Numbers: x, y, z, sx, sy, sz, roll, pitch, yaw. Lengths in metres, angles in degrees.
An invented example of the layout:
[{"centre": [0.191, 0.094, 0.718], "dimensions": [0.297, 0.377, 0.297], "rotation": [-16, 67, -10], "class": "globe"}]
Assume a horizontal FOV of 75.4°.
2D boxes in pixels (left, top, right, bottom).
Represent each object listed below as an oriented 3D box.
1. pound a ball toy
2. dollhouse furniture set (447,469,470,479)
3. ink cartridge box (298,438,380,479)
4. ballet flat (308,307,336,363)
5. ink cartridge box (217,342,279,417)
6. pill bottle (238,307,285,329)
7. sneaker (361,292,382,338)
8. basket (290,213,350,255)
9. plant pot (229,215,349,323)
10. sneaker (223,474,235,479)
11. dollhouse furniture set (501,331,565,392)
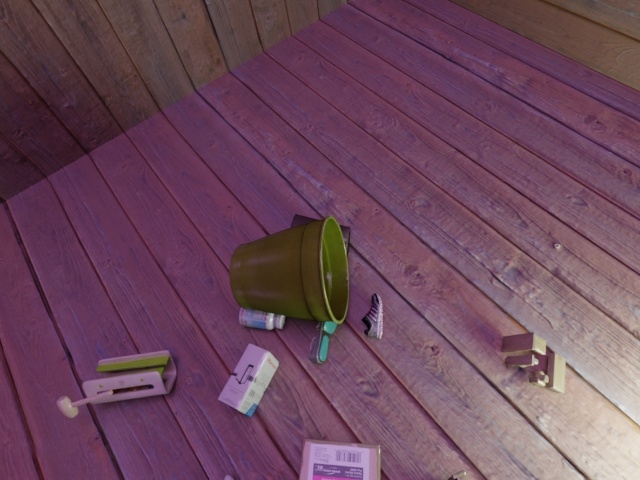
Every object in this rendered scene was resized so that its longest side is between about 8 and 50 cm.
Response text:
[{"centre": [-0.685, 0.514, 1.427], "dimensions": [0.319, 0.135, 0.208], "rotation": [-10, 23, 2], "class": "pound a ball toy"}, {"centre": [0.321, 0.760, 1.112], "dimensions": [0.242, 0.212, 0.161], "rotation": [-12, 47, -21], "class": "dollhouse furniture set"}, {"centre": [0.055, 0.693, 1.205], "dimensions": [0.235, 0.088, 0.193], "rotation": [1, 57, 6], "class": "ink cartridge box"}, {"centre": [0.005, 0.337, 1.494], "dimensions": [0.068, 0.072, 0.213], "rotation": [-9, 50, 39], "class": "ballet flat"}, {"centre": [-0.237, 0.472, 1.398], "dimensions": [0.086, 0.148, 0.203], "rotation": [18, 63, 20], "class": "ink cartridge box"}, {"centre": [-0.215, 0.285, 1.542], "dimensions": [0.160, 0.087, 0.087], "rotation": [7, 60, 12], "class": "pill bottle"}, {"centre": [0.186, 0.272, 1.505], "dimensions": [0.075, 0.063, 0.170], "rotation": [1, 64, 2], "class": "sneaker"}, {"centre": [0.000, 0.000, 1.651], "dimensions": [0.227, 0.154, 0.204], "rotation": [6, 60, 8], "class": "basket"}, {"centre": [-0.111, 0.116, 1.456], "dimensions": [0.353, 0.366, 0.366], "rotation": [-6, 58, 16], "class": "plant pot"}, {"centre": [-0.350, 0.808, 1.258], "dimensions": [0.232, 0.090, 0.115], "rotation": [-28, 52, -19], "class": "sneaker"}, {"centre": [0.700, 0.407, 1.371], "dimensions": [0.151, 0.123, 0.144], "rotation": [28, 62, -16], "class": "dollhouse furniture set"}]
